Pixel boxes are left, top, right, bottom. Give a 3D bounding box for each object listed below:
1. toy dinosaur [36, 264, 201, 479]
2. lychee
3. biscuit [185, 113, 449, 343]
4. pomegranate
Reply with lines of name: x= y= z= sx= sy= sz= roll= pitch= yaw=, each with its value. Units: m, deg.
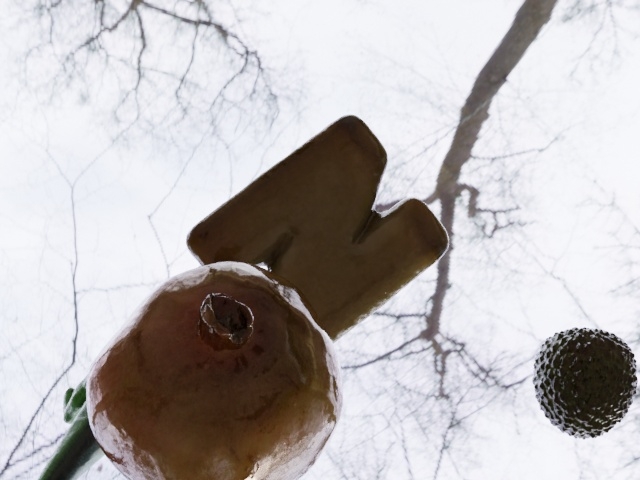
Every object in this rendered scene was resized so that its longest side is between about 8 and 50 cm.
toy dinosaur: x=-0.217 y=0.171 z=1.130 sx=0.144 sy=0.374 sz=0.500 roll=36 pitch=-158 yaw=-9
lychee: x=0.388 y=0.211 z=1.323 sx=0.171 sy=0.171 sz=0.171 roll=7 pitch=-116 yaw=-14
biscuit: x=0.000 y=0.000 z=1.154 sx=0.291 sy=0.062 sz=0.237 roll=-36 pitch=-89 yaw=-9
pomegranate: x=-0.099 y=0.138 z=0.880 sx=0.252 sy=0.270 sz=0.229 roll=-21 pitch=-125 yaw=-30
